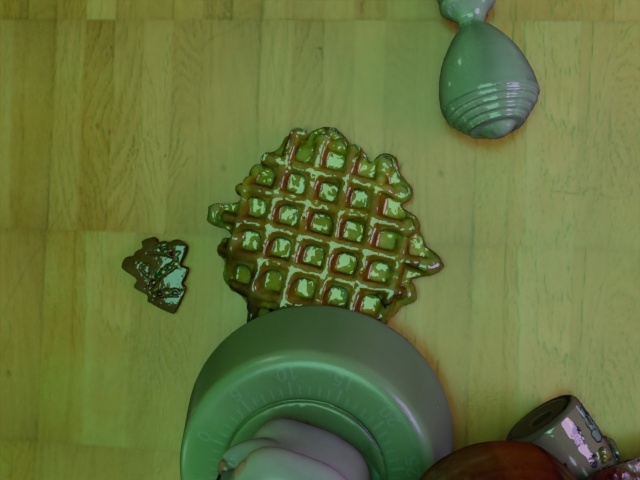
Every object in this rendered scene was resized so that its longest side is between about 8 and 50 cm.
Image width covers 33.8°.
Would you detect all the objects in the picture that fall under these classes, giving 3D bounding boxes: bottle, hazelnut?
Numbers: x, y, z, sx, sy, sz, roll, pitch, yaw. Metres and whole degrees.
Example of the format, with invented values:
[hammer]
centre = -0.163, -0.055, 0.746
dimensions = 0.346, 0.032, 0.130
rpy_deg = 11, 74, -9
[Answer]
[bottle]
centre = 0.273, 0.245, 1.102
dimensions = 0.099, 0.099, 0.152
rpy_deg = -37, 90, 6
[hazelnut]
centre = 0.158, 0.283, 0.933
dimensions = 0.214, 0.176, 0.214
rpy_deg = 5, 69, -14

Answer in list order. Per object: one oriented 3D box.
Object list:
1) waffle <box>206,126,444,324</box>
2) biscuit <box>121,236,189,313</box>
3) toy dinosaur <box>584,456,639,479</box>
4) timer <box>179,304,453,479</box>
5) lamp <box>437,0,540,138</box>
[waffle]
centre = 0.000, 0.000, 1.172
dimensions = 0.243, 0.059, 0.238
rpy_deg = -35, 80, 4
[biscuit]
centre = -0.186, 0.041, 1.213
dimensions = 0.082, 0.016, 0.092
rpy_deg = -16, 84, 7
[toy dinosaur]
centre = 0.399, 0.249, 1.033
dimensions = 0.327, 0.113, 0.206
rpy_deg = 30, 81, -10
[timer]
centre = -0.021, 0.238, 1.005
dimensions = 0.291, 0.315, 0.291
rpy_deg = 2, 102, 8
[lamp]
centre = 0.172, -0.201, 1.130
dimensions = 0.106, 0.106, 0.193
rpy_deg = -11, 77, 8
